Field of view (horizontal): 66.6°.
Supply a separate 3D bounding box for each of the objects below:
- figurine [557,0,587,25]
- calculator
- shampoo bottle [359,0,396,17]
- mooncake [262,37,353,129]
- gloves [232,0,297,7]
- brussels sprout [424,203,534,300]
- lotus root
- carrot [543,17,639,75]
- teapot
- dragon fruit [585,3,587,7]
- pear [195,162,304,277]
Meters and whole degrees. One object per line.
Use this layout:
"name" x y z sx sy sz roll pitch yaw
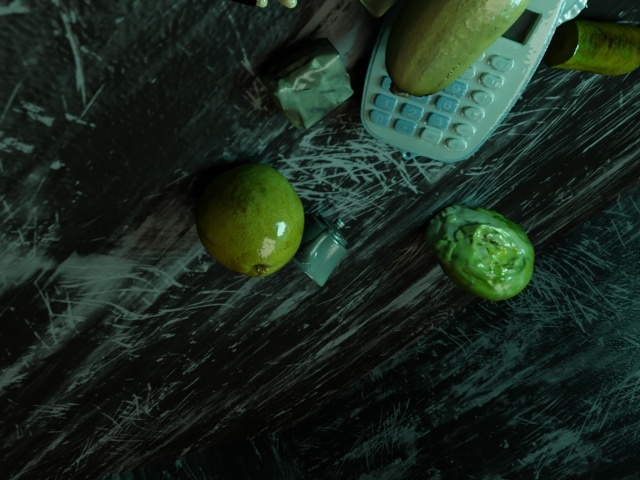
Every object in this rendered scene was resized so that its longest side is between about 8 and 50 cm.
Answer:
"figurine" 0.387 -0.437 0.757 0.143 0.143 0.271 20 98 -56
"calculator" 0.214 -0.295 0.800 0.256 0.054 0.386 18 128 -4
"shampoo bottle" 0.158 -0.450 0.601 0.350 0.084 0.126 -43 138 23
"mooncake" -0.018 -0.250 0.784 0.125 0.073 0.130 -30 152 6
"gloves" -0.072 -0.334 0.546 0.164 0.124 0.203 -20 -177 31
"brussels sprout" 0.500 0.030 1.510 0.268 0.344 0.344 -44 151 11
"lotus root" 0.186 -0.316 0.661 0.131 0.146 0.303 34 133 -13
"carrot" 0.600 -0.421 1.065 0.302 0.114 0.114 -9 146 -32
"teapot" 0.000 0.000 1.173 0.149 0.162 0.239 -45 177 4
"dragon fruit" 0.556 -0.512 0.896 0.094 0.094 0.190 -20 156 -20
"pear" -0.127 -0.031 0.914 0.209 0.209 0.209 -23 152 -13
